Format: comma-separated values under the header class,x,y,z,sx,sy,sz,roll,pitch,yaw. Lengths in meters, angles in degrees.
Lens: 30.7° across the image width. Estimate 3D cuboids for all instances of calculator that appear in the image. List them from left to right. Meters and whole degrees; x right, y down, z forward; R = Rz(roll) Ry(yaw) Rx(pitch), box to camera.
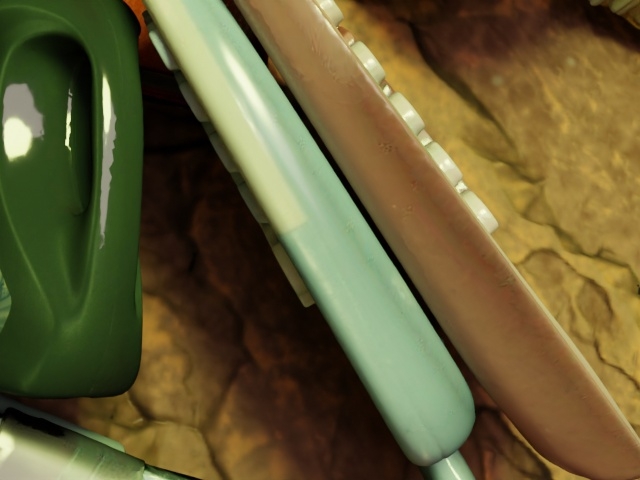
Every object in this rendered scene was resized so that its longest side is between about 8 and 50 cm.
class,x,y,z,sx,sy,sz,roll,pitch,yaw
calculator,0.000,0.000,0.528,0.042,0.188,0.302,-33,109,-1
calculator,0.030,-0.036,0.539,0.048,0.220,0.329,-35,107,5

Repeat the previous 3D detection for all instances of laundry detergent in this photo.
class,x,y,z,sx,sy,sz,roll,pitch,yaw
laundry detergent,-0.117,-0.048,0.505,0.078,0.144,0.221,6,91,-37

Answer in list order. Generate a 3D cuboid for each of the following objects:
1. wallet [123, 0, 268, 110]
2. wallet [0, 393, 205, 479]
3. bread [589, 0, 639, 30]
class,x,y,z,sx,sy,sz,roll,pitch,yaw
wallet,-0.087,-0.177,0.623,0.142,0.045,0.204,11,73,-20
wallet,-0.141,0.159,0.498,0.250,0.075,0.176,24,72,-15
bread,0.254,-0.222,0.732,0.192,0.110,0.209,13,72,-24
